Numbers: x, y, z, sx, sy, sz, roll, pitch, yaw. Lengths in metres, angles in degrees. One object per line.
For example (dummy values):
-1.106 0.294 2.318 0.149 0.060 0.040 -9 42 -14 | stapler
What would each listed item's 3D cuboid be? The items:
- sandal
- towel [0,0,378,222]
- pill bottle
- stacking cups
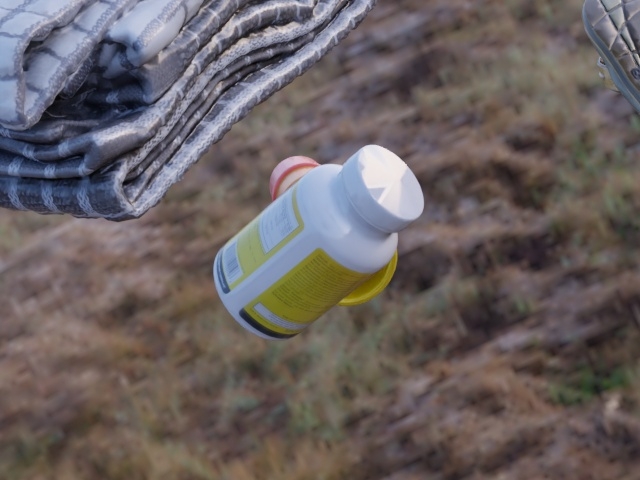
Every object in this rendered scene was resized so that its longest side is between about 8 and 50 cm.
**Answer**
0.280 -0.149 1.617 0.072 0.180 0.049 -11 -29 -25 | sandal
-0.119 -0.113 0.832 0.235 0.121 0.284 9 40 31 | towel
0.000 0.000 1.544 0.184 0.103 0.103 -39 7 35 | pill bottle
-0.003 -0.017 1.849 0.096 0.096 0.316 -27 16 -4 | stacking cups
